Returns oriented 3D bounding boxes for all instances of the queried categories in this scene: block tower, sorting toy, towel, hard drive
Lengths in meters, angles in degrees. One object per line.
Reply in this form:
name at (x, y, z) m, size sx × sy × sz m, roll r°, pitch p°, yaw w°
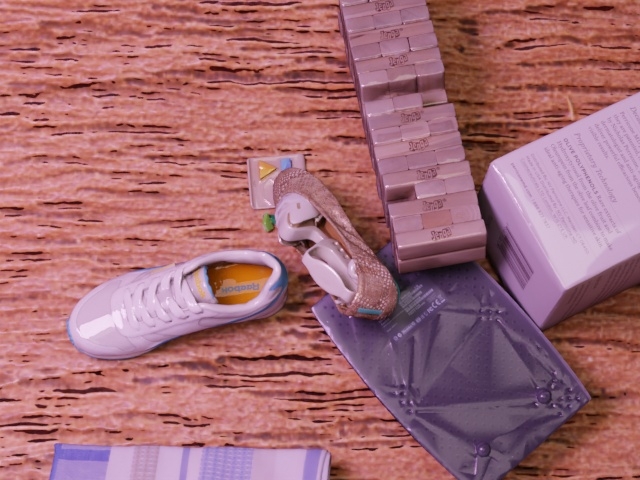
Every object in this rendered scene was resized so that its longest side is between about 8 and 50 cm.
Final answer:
block tower at (0.088, -0.126, 1.858) m, size 0.097 × 0.091 × 0.335 m, roll -9°, pitch 63°, yaw -1°
sorting toy at (-0.043, -0.050, 1.899) m, size 0.062 × 0.012 × 0.083 m, roll -4°, pitch 74°, yaw -4°
towel at (-0.129, 0.277, 1.738) m, size 0.285 × 0.034 × 0.209 m, roll 2°, pitch 46°, yaw 3°
hard drive at (0.129, 0.118, 1.837) m, size 0.172 × 0.054 × 0.254 m, roll -40°, pitch 78°, yaw -12°

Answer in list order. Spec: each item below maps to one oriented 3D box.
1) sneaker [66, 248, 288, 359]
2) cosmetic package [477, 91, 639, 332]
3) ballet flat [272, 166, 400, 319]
sneaker at (-0.145, 0.056, 1.823) m, size 0.229 × 0.092 × 0.087 m, roll -16°, pitch 77°, yaw -6°
cosmetic package at (0.352, -0.062, 1.829) m, size 0.365 × 0.197 × 0.155 m, roll -26°, pitch 76°, yaw -11°
ballet flat at (0.000, 0.000, 1.815) m, size 0.067 × 0.073 × 0.206 m, roll -7°, pitch 44°, yaw -44°
